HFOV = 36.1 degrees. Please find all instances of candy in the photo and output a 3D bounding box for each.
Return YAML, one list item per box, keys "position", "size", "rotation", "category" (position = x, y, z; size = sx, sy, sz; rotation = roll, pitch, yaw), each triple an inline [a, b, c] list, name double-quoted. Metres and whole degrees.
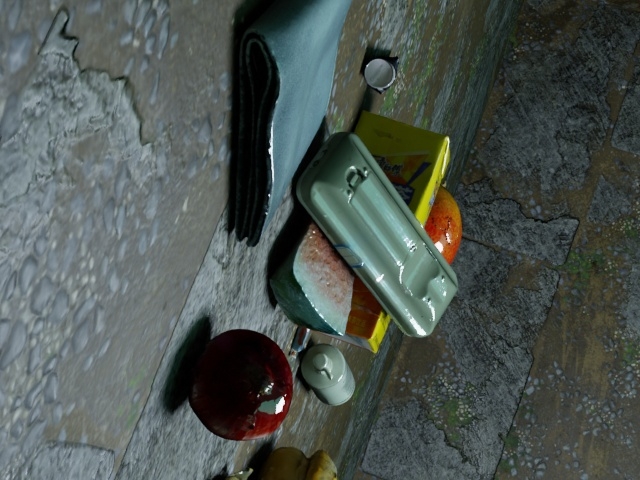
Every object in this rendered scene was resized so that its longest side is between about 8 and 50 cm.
- position: [-0.032, 0.160, 1.650]
  size: [0.030, 0.020, 0.083]
  rotation: [11, 99, -78]
  category: "candy"

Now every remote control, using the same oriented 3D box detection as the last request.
- position: [0.094, -0.003, 1.412]
  size: [0.335, 0.065, 0.128]
  rotation: [51, 59, -32]
  category: "remote control"

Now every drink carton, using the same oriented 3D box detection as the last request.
- position: [0.080, -0.016, 1.557]
  size: [0.111, 0.154, 0.352]
  rotation: [71, 39, -71]
  category: "drink carton"

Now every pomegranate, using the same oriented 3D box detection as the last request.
- position: [0.163, -0.033, 1.823]
  size: [0.210, 0.210, 0.235]
  rotation: [78, 18, -68]
  category: "pomegranate"

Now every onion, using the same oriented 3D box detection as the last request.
- position: [-0.092, 0.169, 1.133]
  size: [0.131, 0.131, 0.131]
  rotation: [19, 90, -78]
  category: "onion"

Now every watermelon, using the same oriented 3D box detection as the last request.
- position: [0.000, 0.000, 1.422]
  size: [0.154, 0.094, 0.241]
  rotation: [57, 44, -45]
  category: "watermelon"

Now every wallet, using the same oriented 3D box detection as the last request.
- position: [-0.025, -0.168, 1.093]
  size: [0.290, 0.054, 0.251]
  rotation: [98, 16, -46]
  category: "wallet"

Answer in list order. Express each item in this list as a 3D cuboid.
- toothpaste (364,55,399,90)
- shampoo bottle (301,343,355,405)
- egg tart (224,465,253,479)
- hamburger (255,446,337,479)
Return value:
- position: [0.101, -0.263, 1.568]
  size: [0.193, 0.045, 0.071]
  rotation: [-49, 164, -77]
  category: "toothpaste"
- position: [0.013, 0.250, 1.842]
  size: [0.262, 0.085, 0.085]
  rotation: [70, 40, -71]
  category: "shampoo bottle"
- position: [-0.134, 0.477, 1.438]
  size: [0.297, 0.132, 0.297]
  rotation: [18, 90, -73]
  category: "egg tart"
- position: [-0.053, 0.502, 1.680]
  size: [0.318, 0.158, 0.319]
  rotation: [-170, -90, -90]
  category: "hamburger"
